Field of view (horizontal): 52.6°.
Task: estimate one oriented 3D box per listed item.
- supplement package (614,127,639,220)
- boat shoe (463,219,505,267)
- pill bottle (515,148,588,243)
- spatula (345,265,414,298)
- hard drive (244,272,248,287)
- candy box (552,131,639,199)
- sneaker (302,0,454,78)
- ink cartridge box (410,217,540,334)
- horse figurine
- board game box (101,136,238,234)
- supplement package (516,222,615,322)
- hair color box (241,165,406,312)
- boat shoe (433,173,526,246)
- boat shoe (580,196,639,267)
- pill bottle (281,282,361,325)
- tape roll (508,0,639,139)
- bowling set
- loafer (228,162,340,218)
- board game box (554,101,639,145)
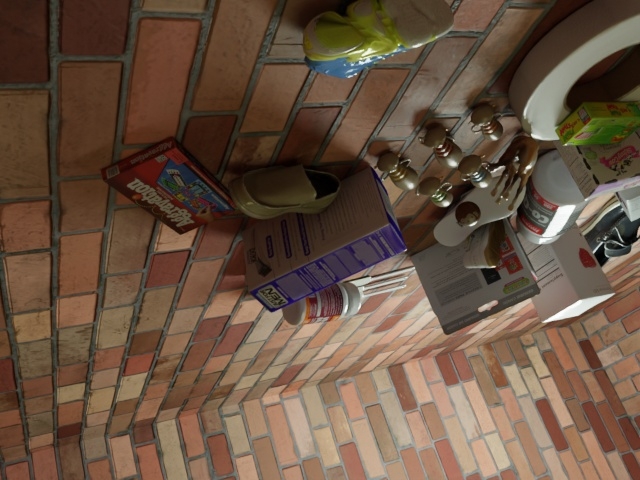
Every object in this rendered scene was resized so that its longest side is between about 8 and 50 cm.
[{"bbox_3d":[0.816,-0.185,1.661,0.149,0.194,0.203,-28,154,20],"label":"supplement package"},{"bbox_3d":[0.441,-0.012,1.768,0.096,0.098,0.277,-15,-161,30],"label":"boat shoe"},{"bbox_3d":[0.614,-0.105,1.719,0.161,0.161,0.283,-18,156,-4],"label":"pill bottle"},{"bbox_3d":[0.181,0.144,2.103,0.242,0.019,0.168,-14,150,-15],"label":"spatula"},{"bbox_3d":[-0.018,0.048,1.711,0.318,0.040,0.210,-5,152,-31],"label":"hard drive"},{"bbox_3d":[0.645,-0.206,1.483,0.164,0.196,0.070,-15,156,-13],"label":"candy box"},{"bbox_3d":[0.078,-0.312,0.990,0.240,0.091,0.126,-13,174,-16],"label":"sneaker"},{"bbox_3d":[0.469,0.111,1.933,0.309,0.272,0.130,-28,155,19],"label":"ink cartridge box"},{"bbox_3d":[0.426,-0.163,1.405,0.175,0.066,0.263,-66,157,3],"label":"horse figurine"},{"bbox_3d":[-0.273,-0.093,1.232,0.145,0.027,0.281,-22,156,9],"label":"board game box"},{"bbox_3d":[0.763,0.088,2.083,0.177,0.293,0.175,-5,153,-31],"label":"supplement package"},{"bbox_3d":[0.000,0.000,1.419,0.338,0.185,0.110,-25,136,13],"label":"hair color box"},{"bbox_3d":[0.415,-0.092,1.677,0.301,0.108,0.102,-46,-175,48],"label":"boat shoe"},{"bbox_3d":[1.006,-0.028,2.198,0.186,0.156,0.500,-6,152,-24],"label":"boat shoe"},{"bbox_3d":[0.004,0.181,1.913,0.221,0.121,0.121,-2,151,-35],"label":"pill bottle"},{"bbox_3d":[0.568,-0.345,1.284,0.391,0.072,0.392,-16,155,-8],"label":"tape roll"},{"bbox_3d":[0.282,-0.142,1.358,0.287,0.200,0.154,-32,152,18],"label":"bowling set"},{"bbox_3d":[-0.064,-0.107,1.285,0.268,0.102,0.092,-7,154,-47],"label":"loafer"},{"bbox_3d":[0.599,-0.248,1.374,0.181,0.043,0.092,-6,153,-28],"label":"board game box"}]
